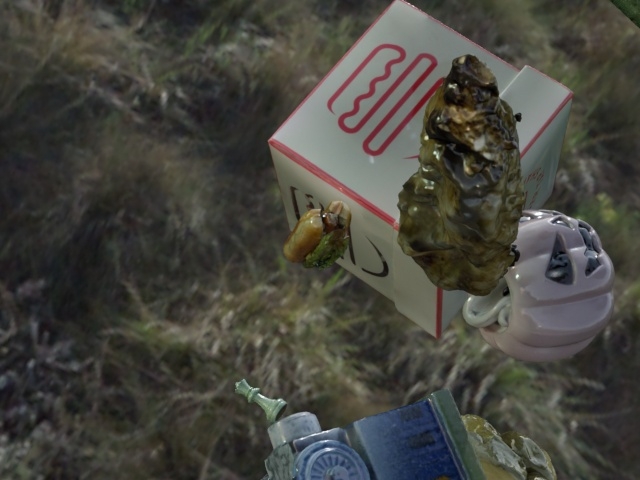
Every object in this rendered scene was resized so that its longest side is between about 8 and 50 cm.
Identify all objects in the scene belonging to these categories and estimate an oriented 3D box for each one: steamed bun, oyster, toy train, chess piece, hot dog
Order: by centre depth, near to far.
[{"bbox_3d":[0.071,0.277,1.023,0.202,0.131,0.299,-9,70,-35],"label":"toy train"},{"bbox_3d":[0.125,-0.045,1.116,0.129,0.345,0.078,28,62,19],"label":"oyster"},{"bbox_3d":[0.000,0.000,1.150,0.056,0.133,0.041,-24,78,-21],"label":"hot dog"},{"bbox_3d":[0.190,0.286,1.367,0.192,0.177,0.106,28,37,-1],"label":"steamed bun"},{"bbox_3d":[-0.104,0.262,1.987,0.093,0.042,0.042,31,41,15],"label":"chess piece"}]

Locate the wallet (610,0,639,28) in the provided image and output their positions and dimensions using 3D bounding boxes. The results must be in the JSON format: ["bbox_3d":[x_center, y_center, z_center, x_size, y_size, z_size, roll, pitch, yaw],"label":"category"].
[{"bbox_3d":[0.283,-0.281,0.883,0.160,0.236,0.055,43,25,-5],"label":"wallet"}]

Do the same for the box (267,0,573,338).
[{"bbox_3d":[0.143,-0.102,1.723,0.300,0.314,0.312,35,73,19],"label":"box"}]

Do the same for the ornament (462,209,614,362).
[{"bbox_3d":[0.243,0.053,1.376,0.178,0.177,0.177,17,45,-18],"label":"ornament"}]
